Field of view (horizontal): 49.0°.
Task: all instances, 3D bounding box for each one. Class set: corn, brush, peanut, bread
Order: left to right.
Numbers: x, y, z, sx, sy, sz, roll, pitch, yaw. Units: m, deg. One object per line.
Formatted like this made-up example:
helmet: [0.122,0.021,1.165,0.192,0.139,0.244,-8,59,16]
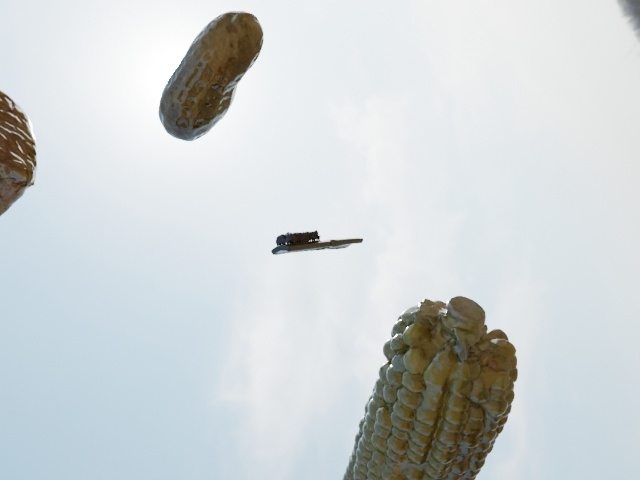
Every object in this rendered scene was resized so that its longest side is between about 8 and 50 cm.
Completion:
bread: [-0.407,-0.099,0.753,0.158,0.149,0.143,34,-152,-60]
peanut: [-0.163,-0.245,1.046,0.095,0.226,0.108,44,-153,11]
brush: [0.000,0.000,1.224,0.248,0.043,0.036,-4,-92,-57]
corn: [0.057,0.155,0.472,0.086,0.288,0.086,11,-147,-7]
